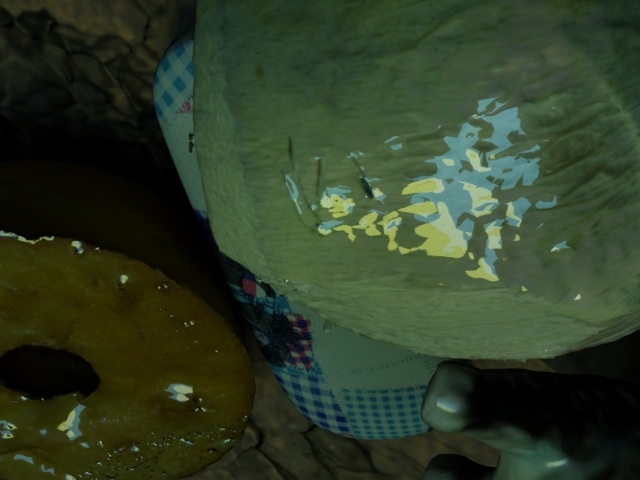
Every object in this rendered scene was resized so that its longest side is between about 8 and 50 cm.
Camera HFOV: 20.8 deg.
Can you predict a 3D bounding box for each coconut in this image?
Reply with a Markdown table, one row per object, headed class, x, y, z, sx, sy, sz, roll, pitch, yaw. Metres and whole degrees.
| class | x | y | z | sx | sy | sz | roll | pitch | yaw |
| --- | --- | --- | --- | --- | --- | --- | --- | --- | --- |
| coconut | 0.094 | -0.083 | 0.857 | 0.254 | 0.297 | 0.297 | 0 | 128 | 19 |

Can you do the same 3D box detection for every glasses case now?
| class | x | y | z | sx | sy | sz | roll | pitch | yaw |
| --- | --- | --- | --- | --- | --- | --- | --- | --- | --- |
| glasses case | 0.000 | 0.000 | 1.095 | 0.125 | 0.076 | 0.327 | -9 | 126 | 22 |

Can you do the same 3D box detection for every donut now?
| class | x | y | z | sx | sy | sz | roll | pitch | yaw |
| --- | --- | --- | --- | --- | --- | --- | --- | --- | --- |
| donut | -0.176 | 0.057 | 1.146 | 0.277 | 0.108 | 0.277 | 0 | 136 | 0 |

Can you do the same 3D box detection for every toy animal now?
| class | x | y | z | sx | sy | sz | roll | pitch | yaw |
| --- | --- | --- | --- | --- | --- | --- | --- | --- | --- |
| toy animal | 0.200 | 0.153 | 0.973 | 0.302 | 0.344 | 0.194 | 17 | 103 | 9 |
